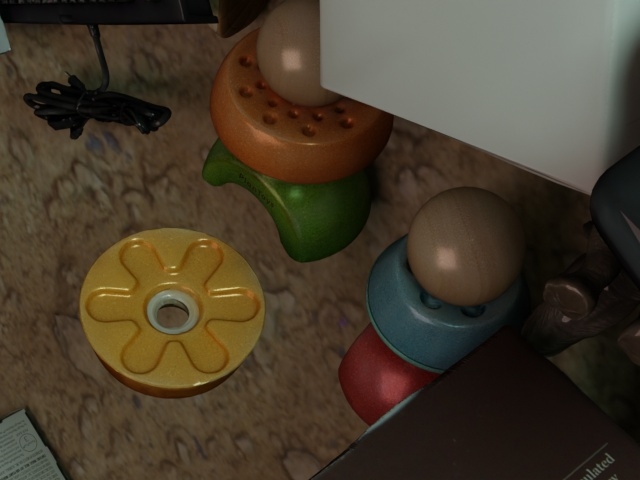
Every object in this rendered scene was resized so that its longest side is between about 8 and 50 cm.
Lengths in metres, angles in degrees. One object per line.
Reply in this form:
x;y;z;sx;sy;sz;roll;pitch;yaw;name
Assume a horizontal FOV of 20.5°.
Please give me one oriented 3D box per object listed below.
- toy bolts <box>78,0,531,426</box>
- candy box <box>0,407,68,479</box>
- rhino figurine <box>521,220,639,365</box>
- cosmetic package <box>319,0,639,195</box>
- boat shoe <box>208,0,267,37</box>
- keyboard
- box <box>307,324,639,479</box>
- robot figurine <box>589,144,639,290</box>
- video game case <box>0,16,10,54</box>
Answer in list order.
0.000;0.000;0.929;0.228;0.218;0.158;38;150;16;toy bolts
-0.239;0.272;1.460;0.233;0.071;0.159;59;141;4;candy box
0.160;0.004;0.824;0.073;0.106;0.243;43;152;0;rhino figurine
0.112;-0.228;0.672;0.155;0.197;0.366;24;130;36;cosmetic package
-0.054;-0.192;0.982;0.059;0.063;0.170;36;136;21;boat shoe
-0.154;-0.151;1.097;0.317;0.033;0.202;11;121;58;keyboard
0.093;0.191;0.858;0.203;0.168;0.167;44;153;24;box
0.228;-0.055;0.598;0.173;0.278;0.209;50;-170;-25;robot figurine
-0.327;-0.247;1.221;0.269;0.061;0.244;14;123;53;video game case
